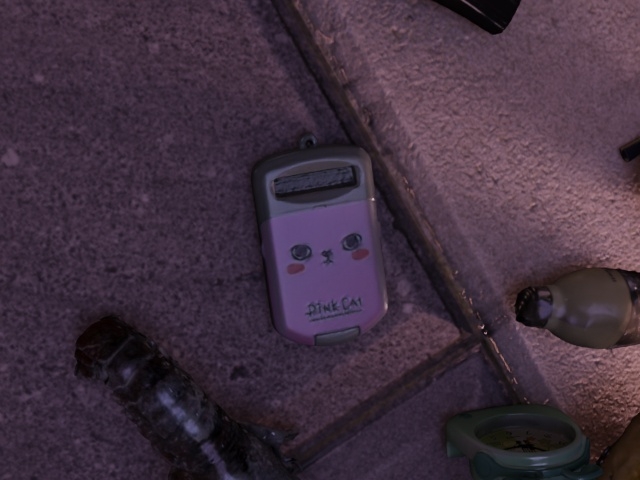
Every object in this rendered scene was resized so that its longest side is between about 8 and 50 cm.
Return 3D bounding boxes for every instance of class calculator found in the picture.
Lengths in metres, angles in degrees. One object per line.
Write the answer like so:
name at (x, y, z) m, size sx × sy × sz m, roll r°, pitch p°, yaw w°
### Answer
calculator at (0.000, 0.000, 1.144) m, size 0.141 × 0.045 × 0.246 m, roll -9°, pitch 102°, yaw -12°

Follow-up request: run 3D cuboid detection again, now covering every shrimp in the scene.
shrimp at (-0.116, 0.253, 1.115) m, size 0.221 × 0.166 × 0.411 m, roll -47°, pitch 115°, yaw -29°

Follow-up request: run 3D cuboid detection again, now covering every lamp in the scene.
lamp at (0.352, 0.082, 1.215) m, size 0.250 × 0.101 × 0.101 m, roll 4°, pitch 100°, yaw -16°

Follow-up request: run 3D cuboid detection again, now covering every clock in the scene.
clock at (0.236, 0.249, 1.175) m, size 0.148 × 0.188 × 0.060 m, roll -4°, pitch 101°, yaw -10°

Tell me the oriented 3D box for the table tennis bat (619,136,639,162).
table tennis bat at (0.433, -0.143, 1.232) m, size 0.158 × 0.014 × 0.095 m, roll -31°, pitch 108°, yaw -7°

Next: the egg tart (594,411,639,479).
egg tart at (0.416, 0.277, 1.205) m, size 0.132 × 0.345 × 0.345 m, roll 35°, pitch 92°, yaw 26°

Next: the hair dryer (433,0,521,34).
hair dryer at (0.143, -0.425, 1.076) m, size 0.303 × 0.120 × 0.360 m, roll 24°, pitch 86°, yaw -25°
